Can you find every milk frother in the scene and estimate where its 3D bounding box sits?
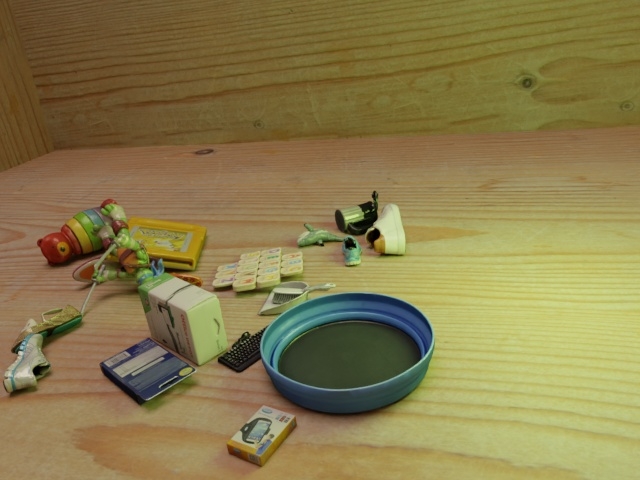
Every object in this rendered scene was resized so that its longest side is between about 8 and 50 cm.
[{"bbox_3d":[0.135,-0.104,1.976,0.134,0.143,0.129,-16,29,-20],"label":"milk frother"}]

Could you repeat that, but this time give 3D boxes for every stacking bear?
[{"bbox_3d":[-0.864,-0.017,2.031,0.289,0.176,0.164,-33,31,-33],"label":"stacking bear"}]

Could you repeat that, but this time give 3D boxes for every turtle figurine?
[{"bbox_3d":[-0.624,0.031,1.655,0.274,0.198,0.266,-22,58,-23],"label":"turtle figurine"}]

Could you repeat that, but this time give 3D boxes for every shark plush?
[{"bbox_3d":[0.000,0.000,1.922,0.161,0.073,0.067,12,42,-10],"label":"shark plush"}]

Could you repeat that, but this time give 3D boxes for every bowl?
[{"bbox_3d":[0.062,0.243,1.275,0.390,0.077,0.391,-6,24,3],"label":"bowl"}]

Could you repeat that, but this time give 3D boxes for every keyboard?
[{"bbox_3d":[-0.170,0.254,1.379,0.108,0.023,0.180,14,30,39],"label":"keyboard"}]

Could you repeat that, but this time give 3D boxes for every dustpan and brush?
[{"bbox_3d":[-0.059,0.146,1.549,0.211,0.060,0.147,-1,24,13],"label":"dustpan and brush"}]

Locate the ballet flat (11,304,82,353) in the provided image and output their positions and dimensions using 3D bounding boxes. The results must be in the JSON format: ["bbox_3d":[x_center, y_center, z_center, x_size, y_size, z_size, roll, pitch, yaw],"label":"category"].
[{"bbox_3d":[-0.745,0.233,1.509,0.067,0.073,0.206,48,35,9],"label":"ballet flat"}]

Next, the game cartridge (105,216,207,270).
[{"bbox_3d":[-0.552,0.001,1.939,0.285,0.053,0.324,7,23,-7],"label":"game cartridge"}]

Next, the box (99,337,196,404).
[{"bbox_3d":[-0.398,0.305,1.303,0.136,0.037,0.225,-27,29,-38],"label":"box"}]

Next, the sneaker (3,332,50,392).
[{"bbox_3d":[-0.698,0.298,1.374,0.082,0.071,0.191,-2,30,-8],"label":"sneaker"}]

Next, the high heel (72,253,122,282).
[{"bbox_3d":[-0.717,0.073,1.865,0.117,0.082,0.244,14,31,43],"label":"high heel"}]

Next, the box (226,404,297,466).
[{"bbox_3d":[-0.108,0.370,1.089,0.081,0.028,0.136,8,29,30],"label":"box"}]

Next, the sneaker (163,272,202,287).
[{"bbox_3d":[-0.438,0.119,1.705,0.175,0.064,0.067,-1,28,13],"label":"sneaker"}]

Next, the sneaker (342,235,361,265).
[{"bbox_3d":[0.101,0.017,1.790,0.063,0.073,0.162,-7,23,0],"label":"sneaker"}]

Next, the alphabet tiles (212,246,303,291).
[{"bbox_3d":[-0.192,0.085,1.744,0.277,0.021,0.284,-9,18,1],"label":"alphabet tiles"}]

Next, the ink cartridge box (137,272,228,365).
[{"bbox_3d":[-0.342,0.191,1.394,0.219,0.160,0.092,15,33,42],"label":"ink cartridge box"}]

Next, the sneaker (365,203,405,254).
[{"bbox_3d":[0.206,-0.046,1.866,0.123,0.106,0.290,-3,25,2],"label":"sneaker"}]
